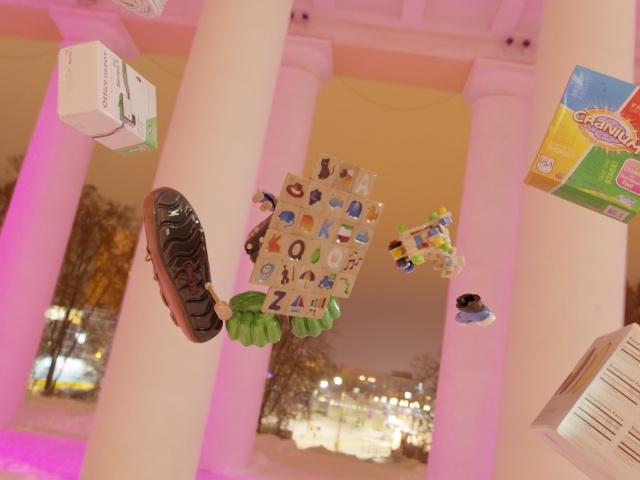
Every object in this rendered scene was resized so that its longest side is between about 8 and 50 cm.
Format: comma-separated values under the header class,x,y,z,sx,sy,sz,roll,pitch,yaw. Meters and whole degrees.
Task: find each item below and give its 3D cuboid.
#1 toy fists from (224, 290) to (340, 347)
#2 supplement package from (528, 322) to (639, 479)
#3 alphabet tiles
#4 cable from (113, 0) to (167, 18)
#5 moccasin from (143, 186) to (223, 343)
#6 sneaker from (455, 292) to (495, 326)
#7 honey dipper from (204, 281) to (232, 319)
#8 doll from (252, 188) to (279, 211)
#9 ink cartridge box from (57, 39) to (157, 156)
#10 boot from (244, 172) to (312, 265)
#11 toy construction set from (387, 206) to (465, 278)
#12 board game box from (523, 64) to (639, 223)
class,x,y,z,sx,sy,sz,roll,pitch,yaw
toy fists,-0.091,0.176,1.486,0.280,0.142,0.096,-9,-51,-9
supplement package,0.460,0.262,0.955,0.149,0.203,0.194,38,-9,16
alphabet tiles,0.000,0.000,1.277,0.285,0.342,0.011,13,11,-43
cable,-0.453,-0.609,1.379,0.257,0.089,0.257,36,-6,-5
moccasin,-0.328,0.056,1.425,0.147,0.139,0.379,16,-49,43
sneaker,0.365,0.168,1.529,0.084,0.058,0.152,52,-13,-5
honey dipper,-0.226,0.125,1.336,0.031,0.030,0.161,17,12,-29
doll,-0.159,-0.118,1.966,0.129,0.046,0.189,49,11,3
ink cartridge box,-0.440,-0.291,1.291,0.093,0.160,0.219,-9,-13,14
boot,-0.065,-0.017,1.617,0.284,0.377,0.138,-39,-63,19
toy construction set,0.328,0.021,1.891,0.215,0.151,0.328,-28,-30,11
board game box,0.637,-0.224,1.398,0.242,0.316,0.064,24,-18,12
